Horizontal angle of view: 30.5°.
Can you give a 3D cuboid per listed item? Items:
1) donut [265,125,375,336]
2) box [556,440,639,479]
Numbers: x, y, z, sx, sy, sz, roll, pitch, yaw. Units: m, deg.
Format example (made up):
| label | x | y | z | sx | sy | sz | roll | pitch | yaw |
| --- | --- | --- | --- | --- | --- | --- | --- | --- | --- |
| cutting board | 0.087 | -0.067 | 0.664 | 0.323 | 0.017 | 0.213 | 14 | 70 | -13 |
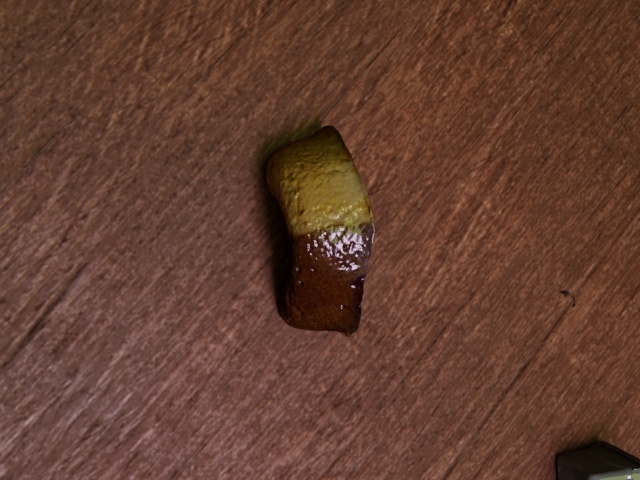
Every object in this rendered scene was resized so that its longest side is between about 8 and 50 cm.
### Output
| label | x | y | z | sx | sy | sz | roll | pitch | yaw |
| --- | --- | --- | --- | --- | --- | --- | --- | --- | --- |
| donut | 0.000 | 0.000 | 1.556 | 0.112 | 0.151 | 0.295 | -10 | 97 | -17 |
| box | 0.424 | 0.381 | 1.782 | 0.093 | 0.172 | 0.124 | -4 | 93 | -12 |
